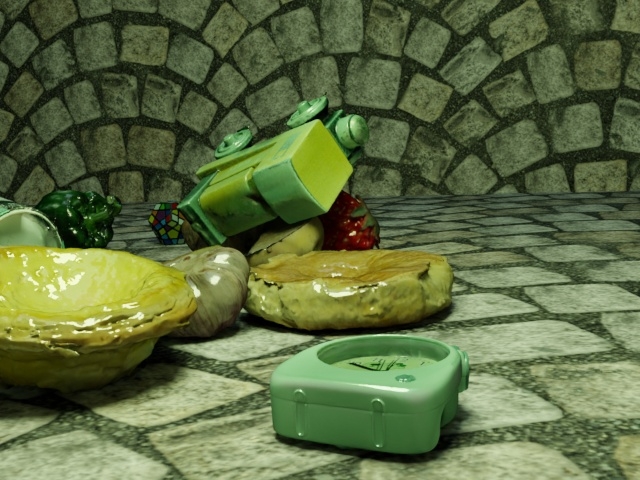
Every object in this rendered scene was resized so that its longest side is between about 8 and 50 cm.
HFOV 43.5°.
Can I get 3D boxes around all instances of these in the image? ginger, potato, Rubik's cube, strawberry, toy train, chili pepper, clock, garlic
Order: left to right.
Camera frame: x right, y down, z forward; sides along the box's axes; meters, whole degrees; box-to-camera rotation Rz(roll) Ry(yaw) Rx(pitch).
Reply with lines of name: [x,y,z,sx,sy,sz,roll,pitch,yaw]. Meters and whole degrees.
chili pepper: [-0.584,-0.046,1.967,0.261,0.165,0.174,-2,-11,30]
Rubik's cube: [-0.381,-0.047,2.088,0.133,0.111,0.133,-2,6,0]
garlic: [-0.169,0.079,1.109,0.147,0.101,0.159,7,35,42]
ginger: [-0.182,-0.020,1.754,0.245,0.155,0.304,12,23,37]
toy train: [-0.095,-0.125,1.521,0.397,0.160,0.253,-16,30,40]
potato: [-0.049,0.009,1.477,0.138,0.098,0.243,-24,14,14]
strawberry: [0.000,0.000,1.595,0.237,0.190,0.111,-12,42,37]
clock: [0.063,0.133,0.758,0.160,0.065,0.211,2,8,29]

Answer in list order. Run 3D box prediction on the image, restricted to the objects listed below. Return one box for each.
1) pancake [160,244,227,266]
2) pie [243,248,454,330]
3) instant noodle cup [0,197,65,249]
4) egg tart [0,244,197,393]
pancake: [-0.246,0.059,1.296,0.212,0.029,0.235,-20,-5,-43]
pie: [0.043,0.066,1.208,0.340,0.083,0.339,0,9,0]
instant noodle cup: [-0.484,0.034,1.094,0.190,0.251,0.251,10,12,21]
egg tart: [-0.296,0.089,0.929,0.315,0.120,0.315,7,14,-2]
